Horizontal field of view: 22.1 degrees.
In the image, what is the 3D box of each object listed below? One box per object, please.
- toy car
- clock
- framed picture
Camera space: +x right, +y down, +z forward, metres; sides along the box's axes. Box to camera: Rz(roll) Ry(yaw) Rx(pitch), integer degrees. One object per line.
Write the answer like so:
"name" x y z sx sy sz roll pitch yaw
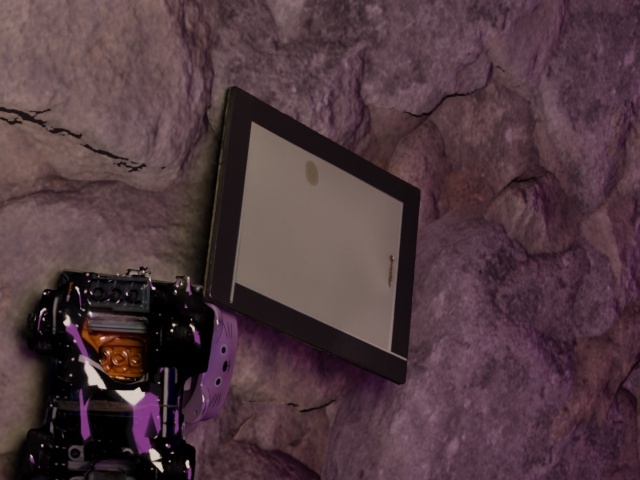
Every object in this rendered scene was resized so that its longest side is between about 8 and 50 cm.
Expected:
"toy car" -0.220 0.177 1.736 0.193 0.118 0.301 6 96 -6
"clock" -0.135 0.132 1.821 0.050 0.110 0.152 9 92 -40
"framed picture" 0.000 0.000 1.921 0.347 0.016 0.265 25 61 -42
